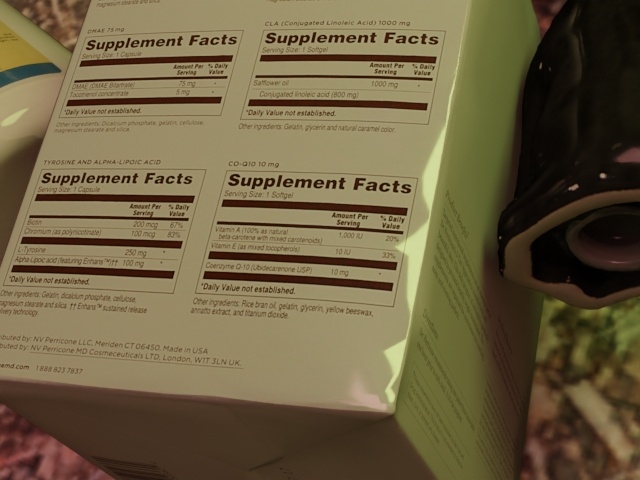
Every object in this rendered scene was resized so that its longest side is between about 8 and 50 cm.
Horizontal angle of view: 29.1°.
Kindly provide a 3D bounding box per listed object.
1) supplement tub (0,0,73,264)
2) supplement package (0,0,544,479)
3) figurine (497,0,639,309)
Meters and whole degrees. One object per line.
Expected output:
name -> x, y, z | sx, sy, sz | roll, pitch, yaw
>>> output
supplement tub -> -0.187, -0.053, 0.600 | 0.144, 0.144, 0.200 | -46, 59, -10
supplement package -> 0.000, 0.000, 0.480 | 0.149, 0.194, 0.203 | 3, 63, 20
figurine -> 0.175, -0.060, 0.477 | 0.092, 0.215, 0.209 | -37, 37, 52
